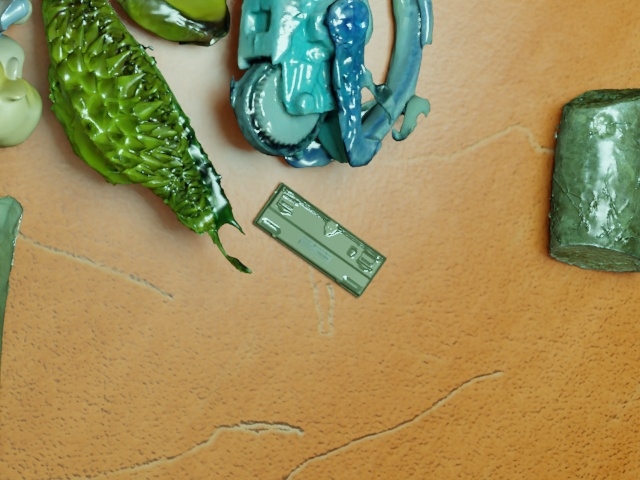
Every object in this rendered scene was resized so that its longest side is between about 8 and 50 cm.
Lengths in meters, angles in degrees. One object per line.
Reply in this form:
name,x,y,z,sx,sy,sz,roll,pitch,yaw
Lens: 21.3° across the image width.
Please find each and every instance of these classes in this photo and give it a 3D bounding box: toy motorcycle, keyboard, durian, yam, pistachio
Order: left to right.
durian,-0.182,-0.119,1.543,0.107,0.132,0.375,-30,94,-20
pistachio,-0.160,-0.240,1.574,0.173,0.049,0.089,45,52,-7
keyboard,0.000,0.000,1.643,0.129,0.015,0.049,35,92,-12
toy motorcycle,0.011,-0.197,1.573,0.206,0.154,0.260,4,89,-34
yam,0.274,-0.060,1.650,0.107,0.107,0.183,3,91,-11

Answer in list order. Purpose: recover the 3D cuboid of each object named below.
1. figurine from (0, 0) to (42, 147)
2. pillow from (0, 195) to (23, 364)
figurine,-0.303,-0.177,1.524,0.114,0.108,0.196,6,90,9
pillow,-0.345,0.098,1.522,0.185,0.075,0.302,1,95,-55
